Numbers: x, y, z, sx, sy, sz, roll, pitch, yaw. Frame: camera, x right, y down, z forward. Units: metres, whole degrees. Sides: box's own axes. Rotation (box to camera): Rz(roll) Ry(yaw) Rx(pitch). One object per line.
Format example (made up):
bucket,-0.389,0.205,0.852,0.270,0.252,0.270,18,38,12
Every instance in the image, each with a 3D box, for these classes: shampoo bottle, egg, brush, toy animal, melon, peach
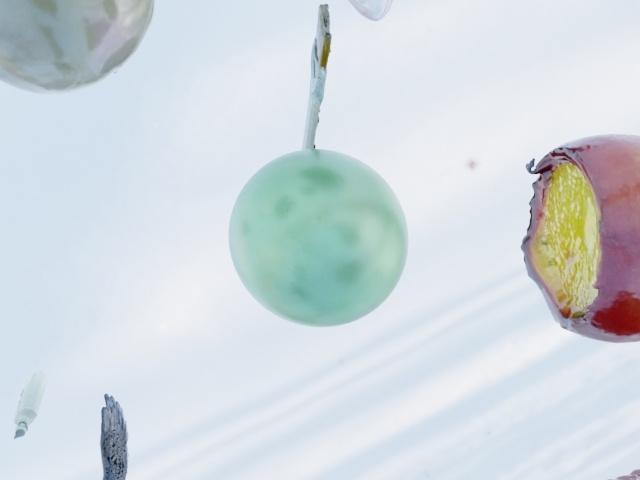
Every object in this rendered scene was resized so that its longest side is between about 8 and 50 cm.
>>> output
shampoo bottle,-0.467,0.266,2.004,0.049,0.034,0.141,-42,-158,18
egg,0.000,0.000,1.571,0.220,0.220,0.269,-33,157,2
brush,-0.012,-0.179,1.742,0.020,0.085,0.336,1,140,-6
toy animal,-0.187,0.242,1.083,0.062,0.220,0.108,3,174,-10
melon,-0.283,-0.285,1.212,0.223,0.223,0.317,-30,128,-6
peach,0.281,-0.003,1.219,0.196,0.190,0.226,-2,154,40

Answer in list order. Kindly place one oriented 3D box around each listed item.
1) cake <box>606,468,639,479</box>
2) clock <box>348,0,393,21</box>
cake,0.383,0.419,1.264,0.270,0.319,0.269,-10,128,-36
clock,0.089,-0.467,1.436,0.250,0.368,0.376,5,122,-56
